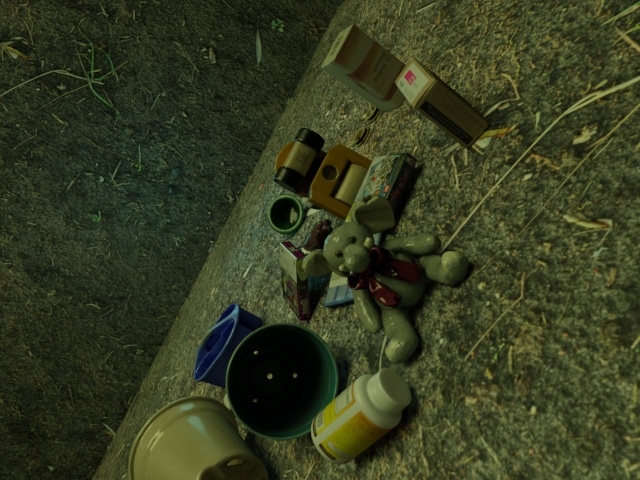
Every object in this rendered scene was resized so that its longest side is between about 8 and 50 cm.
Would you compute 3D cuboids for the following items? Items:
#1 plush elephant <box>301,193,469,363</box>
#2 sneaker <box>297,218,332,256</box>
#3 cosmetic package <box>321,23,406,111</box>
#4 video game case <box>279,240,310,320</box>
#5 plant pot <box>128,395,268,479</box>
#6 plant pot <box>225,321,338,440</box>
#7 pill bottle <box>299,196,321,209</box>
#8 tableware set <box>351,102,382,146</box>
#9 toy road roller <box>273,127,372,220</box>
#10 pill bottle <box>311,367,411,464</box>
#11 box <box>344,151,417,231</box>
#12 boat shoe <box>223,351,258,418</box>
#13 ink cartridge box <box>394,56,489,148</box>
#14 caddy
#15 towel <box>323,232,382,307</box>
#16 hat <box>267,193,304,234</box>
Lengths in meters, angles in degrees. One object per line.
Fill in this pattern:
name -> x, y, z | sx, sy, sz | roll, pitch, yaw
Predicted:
plush elephant -> 0.119, 0.053, 1.102 | 0.271, 0.256, 0.330 | -56, 22, 12
sneaker -> 0.000, 0.000, 1.646 | 0.162, 0.106, 0.281 | -61, 21, -7
cosmetic package -> 0.174, -0.608, 1.744 | 0.153, 0.296, 0.129 | -64, 23, -3
video game case -> -0.087, 0.128, 1.621 | 0.232, 0.042, 0.210 | -146, 51, -69
plant pot -> -0.305, 0.630, 1.316 | 0.306, 0.334, 0.333 | 4, 66, 54
plant pot -> -0.115, 0.361, 1.277 | 0.255, 0.272, 0.271 | 134, 159, -71
pill bottle -> 0.032, -0.233, 1.820 | 0.246, 0.131, 0.130 | -44, 27, 39
tableware set -> 0.175, -0.458, 1.902 | 0.194, 0.039, 0.128 | -62, 21, -4
toy road roller -> 0.006, -0.212, 1.644 | 0.202, 0.330, 0.240 | -63, 4, -7
pill bottle -> 0.084, 0.355, 0.997 | 0.215, 0.117, 0.117 | -49, 24, 27
box -> 0.172, -0.139, 1.417 | 0.159, 0.044, 0.233 | 9, 72, 60
boat shoe -> -0.244, 0.469, 1.622 | 0.267, 0.096, 0.088 | -60, 25, 6
ink cartridge box -> 0.311, -0.363, 1.275 | 0.088, 0.193, 0.234 | -50, 23, 25
caddy -> -0.367, 0.400, 1.864 | 0.341, 0.179, 0.241 | -53, 24, 19
towel -> 0.104, 0.059, 1.435 | 0.209, 0.034, 0.284 | -25, 43, 53
hat -> -0.121, -0.107, 2.154 | 0.209, 0.184, 0.172 | 27, 96, 27
